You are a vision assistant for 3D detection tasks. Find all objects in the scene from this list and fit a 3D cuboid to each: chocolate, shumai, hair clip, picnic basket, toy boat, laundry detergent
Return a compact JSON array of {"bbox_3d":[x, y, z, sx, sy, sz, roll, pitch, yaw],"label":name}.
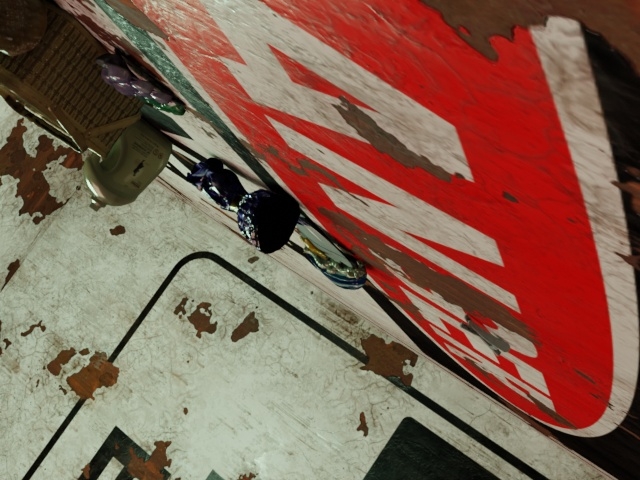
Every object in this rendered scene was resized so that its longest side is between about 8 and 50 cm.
[{"bbox_3d":[-0.172,-0.087,1.712,0.148,0.126,0.343,-11,-152,-33],"label":"chocolate"},{"bbox_3d":[-0.545,-0.378,1.261,0.209,0.161,0.153,17,-178,-36],"label":"shumai"},{"bbox_3d":[-0.309,-0.269,1.384,0.124,0.052,0.195,23,174,39],"label":"hair clip"},{"bbox_3d":[-0.492,-0.299,1.469,0.228,0.175,0.313,32,173,22],"label":"picnic basket"},{"bbox_3d":[0.318,0.181,1.544,0.115,0.030,0.039,35,155,-18],"label":"hair clip"},{"bbox_3d":[0.000,0.000,1.806,0.220,0.067,0.291,27,159,46],"label":"toy boat"},{"bbox_3d":[-0.496,-0.182,2.002,0.091,0.253,0.181,30,172,43],"label":"laundry detergent"}]
